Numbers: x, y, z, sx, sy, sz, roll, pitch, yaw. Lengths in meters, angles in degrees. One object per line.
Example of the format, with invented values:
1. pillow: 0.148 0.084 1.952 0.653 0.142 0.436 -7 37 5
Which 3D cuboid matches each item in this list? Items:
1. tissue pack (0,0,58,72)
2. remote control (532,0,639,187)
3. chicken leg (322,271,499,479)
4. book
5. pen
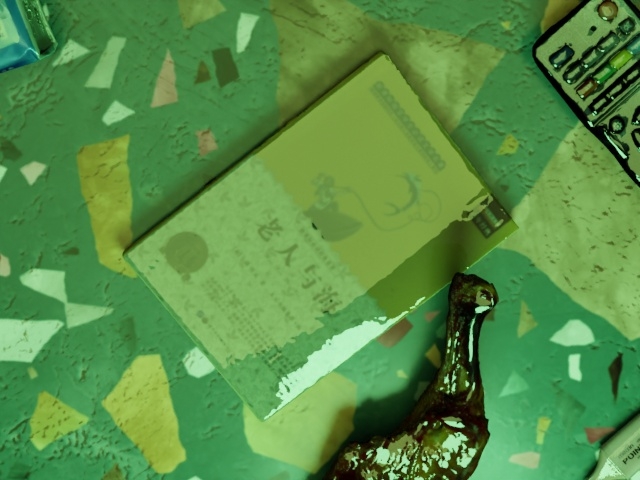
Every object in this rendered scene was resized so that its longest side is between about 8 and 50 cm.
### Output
1. tissue pack: -0.446 -0.248 1.649 0.263 0.146 0.198 -19 99 3
2. remote control: 0.412 -0.114 1.755 0.144 0.062 0.399 -41 98 4
3. chicken leg: 0.117 0.216 1.772 0.158 0.096 0.407 20 111 -24
4. book: 0.000 0.000 1.774 0.389 0.032 0.269 -38 101 5
5. pen: 0.387 0.237 1.834 0.197 0.032 0.053 -44 100 4
